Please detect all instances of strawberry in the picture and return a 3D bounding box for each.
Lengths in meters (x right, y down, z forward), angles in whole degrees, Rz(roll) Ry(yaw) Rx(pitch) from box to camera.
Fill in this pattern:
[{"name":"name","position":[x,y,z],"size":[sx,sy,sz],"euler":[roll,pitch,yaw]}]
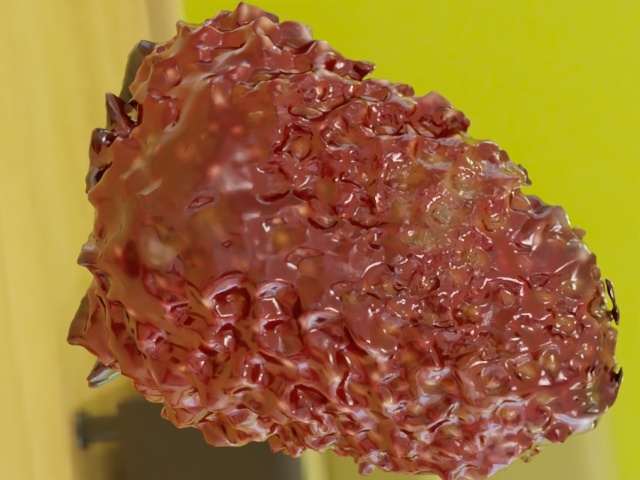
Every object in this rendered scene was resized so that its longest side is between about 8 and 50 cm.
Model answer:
[{"name":"strawberry","position":[-0.004,0.000,0.680],"size":[0.087,0.208,0.167],"euler":[-3,97,-58]}]
